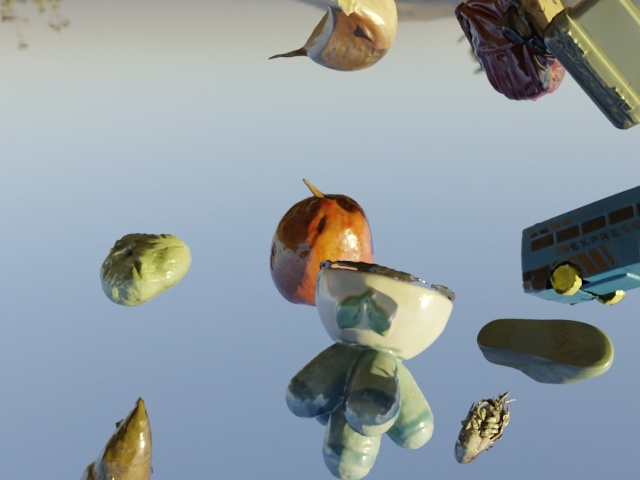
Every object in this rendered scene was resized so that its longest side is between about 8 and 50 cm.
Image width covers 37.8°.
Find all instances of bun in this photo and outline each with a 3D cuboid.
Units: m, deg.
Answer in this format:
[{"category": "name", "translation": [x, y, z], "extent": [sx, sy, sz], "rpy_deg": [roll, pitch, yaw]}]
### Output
[{"category": "bun", "translation": [-0.403, 0.051, 2.108], "extent": [0.212, 0.126, 0.204], "rpy_deg": [-37, -151, -28]}]

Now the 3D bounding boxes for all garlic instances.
[{"category": "garlic", "translation": [0.026, -0.281, 1.269], "extent": [0.129, 0.090, 0.198], "rpy_deg": [4, 168, -26]}]

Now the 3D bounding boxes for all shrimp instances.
[{"category": "shrimp", "translation": [0.230, 0.254, 1.306], "extent": [0.056, 0.065, 0.165], "rpy_deg": [34, -132, 10]}]

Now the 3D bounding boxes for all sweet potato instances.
[{"category": "sweet potato", "translation": [-0.276, 0.334, 1.058], "extent": [0.130, 0.422, 0.130], "rpy_deg": [21, -139, -19]}]

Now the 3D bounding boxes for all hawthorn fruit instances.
[{"category": "hawthorn fruit", "translation": [0.000, 0.000, 1.793], "extent": [0.210, 0.262, 0.210], "rpy_deg": [-1, -141, 1]}]

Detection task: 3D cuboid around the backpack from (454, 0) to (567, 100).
[{"category": "backpack", "translation": [0.337, -0.339, 1.579], "extent": [0.139, 0.229, 0.229], "rpy_deg": [-12, -176, 42]}]

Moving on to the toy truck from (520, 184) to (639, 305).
[{"category": "toy truck", "translation": [0.534, 0.008, 1.635], "extent": [0.161, 0.162, 0.385], "rpy_deg": [14, 156, -36]}]

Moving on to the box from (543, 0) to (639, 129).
[{"category": "box", "translation": [0.448, -0.283, 1.420], "extent": [0.129, 0.210, 0.148], "rpy_deg": [-39, -178, 27]}]

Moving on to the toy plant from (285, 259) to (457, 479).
[{"category": "toy plant", "translation": [0.071, 0.214, 1.488], "extent": [0.247, 0.332, 0.247], "rpy_deg": [14, 168, 3]}]

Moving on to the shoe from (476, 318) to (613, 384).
[{"category": "shoe", "translation": [0.312, 0.157, 1.288], "extent": [0.195, 0.078, 0.079], "rpy_deg": [6, -130, 35]}]
